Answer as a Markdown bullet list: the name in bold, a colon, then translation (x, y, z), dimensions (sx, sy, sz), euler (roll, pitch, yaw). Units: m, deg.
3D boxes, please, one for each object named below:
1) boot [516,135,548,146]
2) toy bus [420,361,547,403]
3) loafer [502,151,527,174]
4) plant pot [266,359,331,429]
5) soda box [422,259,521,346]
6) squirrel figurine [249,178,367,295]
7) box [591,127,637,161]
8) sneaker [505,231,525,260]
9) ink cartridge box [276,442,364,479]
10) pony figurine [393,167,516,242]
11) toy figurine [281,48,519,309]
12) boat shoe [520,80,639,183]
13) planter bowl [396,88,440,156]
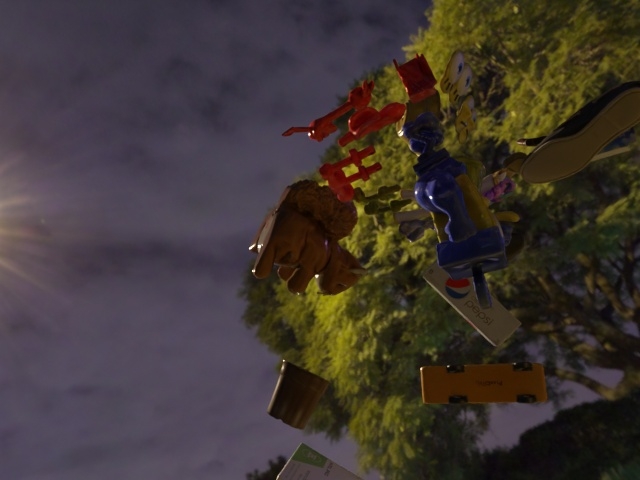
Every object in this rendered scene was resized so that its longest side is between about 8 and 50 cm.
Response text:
- **boot**: translation (0.748, -0.343, 1.849), dimensions (0.106, 0.037, 0.114), euler (2, 9, 6)
- **toy bus**: translation (0.457, 0.407, 1.508), dimensions (0.333, 0.108, 0.130), euler (-7, -17, 18)
- **loafer**: translation (0.562, -0.204, 1.465), dimensions (0.148, 0.050, 0.056), euler (3, -37, -34)
- **plant pot**: translation (-0.075, 0.474, 1.624), dimensions (0.165, 0.167, 0.167), euler (-64, -33, -13)
- **soda box**: translation (0.322, 0.127, 1.150), dimensions (0.074, 0.216, 0.069), euler (-45, -13, 2)
- **squirrel figurine**: translation (0.000, 0.000, 1.791), dimensions (0.370, 0.281, 0.397), euler (26, -86, -16)
- **box**: translation (0.727, -0.270, 1.401), dimensions (0.178, 0.109, 0.042), euler (-16, -21, 38)
- **sneaker**: translation (0.527, 0.021, 1.715), dimensions (0.267, 0.101, 0.106), euler (-11, -22, 7)
- **ink cartridge box**: translation (0.068, 0.571, 1.057), dimensions (0.119, 0.353, 0.207), euler (-63, -10, 3)
- **pony figurine**: translation (0.413, -0.108, 1.606), dimensions (0.363, 0.351, 0.303), euler (-15, -68, 23)
- **toy figurine**: translation (0.130, -0.014, 0.605), dimensions (0.191, 0.217, 0.362), euler (-24, -20, 13)
- **boat shoe**: translation (0.643, -0.258, 1.302), dimensions (0.335, 0.112, 0.095), euler (-40, 11, 38)
- **planter bowl**: translation (0.299, -0.382, 1.701), dimensions (0.090, 0.217, 0.217), euler (9, -44, -8)
